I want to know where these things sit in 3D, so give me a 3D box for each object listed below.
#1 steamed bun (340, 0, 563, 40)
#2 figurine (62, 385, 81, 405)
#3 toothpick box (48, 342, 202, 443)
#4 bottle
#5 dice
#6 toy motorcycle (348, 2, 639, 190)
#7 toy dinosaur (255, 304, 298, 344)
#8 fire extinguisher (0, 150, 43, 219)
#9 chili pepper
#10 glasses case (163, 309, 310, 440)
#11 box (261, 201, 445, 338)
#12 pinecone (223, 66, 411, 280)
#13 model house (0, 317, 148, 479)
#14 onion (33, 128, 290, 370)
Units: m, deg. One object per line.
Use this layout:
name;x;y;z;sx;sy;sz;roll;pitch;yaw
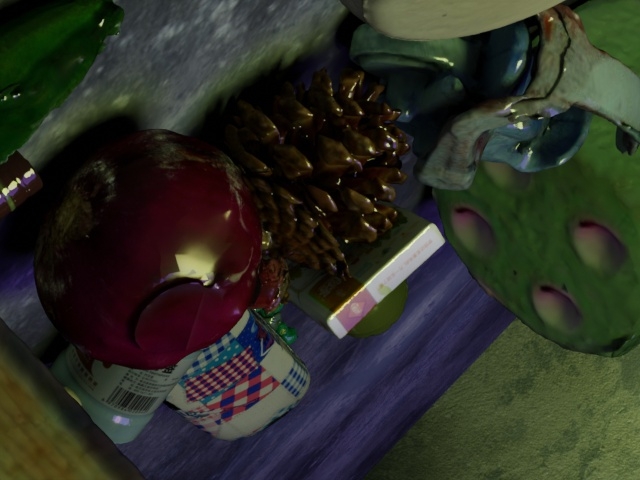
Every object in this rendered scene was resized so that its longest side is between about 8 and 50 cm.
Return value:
steamed bun;0.101;-0.237;0.827;0.232;0.145;0.232;-18;167;-4
figurine;-0.214;0.166;1.027;0.082;0.154;0.098;-29;153;-57
toothpick box;-0.153;0.085;1.078;0.153;0.101;0.101;-52;163;21
bottle;0.028;0.034;1.379;0.112;0.112;0.260;-45;163;-2
dice;0.353;-0.075;1.539;0.318;0.322;0.330;-36;160;-30
toy motorcycle;0.157;-0.114;1.127;0.182;0.241;0.319;-54;165;4
toy dinosaur;-0.073;0.097;1.401;0.132;0.059;0.096;-46;152;-14
fire extinguisher;-0.242;-0.001;0.762;0.158;0.043;0.064;-39;-155;-17
chili pepper;-0.193;-0.066;0.698;0.216;0.062;0.108;-39;169;-21
glasses case;-0.099;0.125;1.284;0.125;0.076;0.327;-37;152;-1
box;0.000;0.001;1.104;0.122;0.220;0.032;-42;123;-11
pinecone;-0.004;-0.059;1.006;0.173;0.173;0.173;-41;163;-15
model house;-0.275;0.207;0.870;0.312;0.245;0.280;-50;171;22
onion;-0.093;0.022;0.888;0.198;0.135;0.173;19;116;-27
